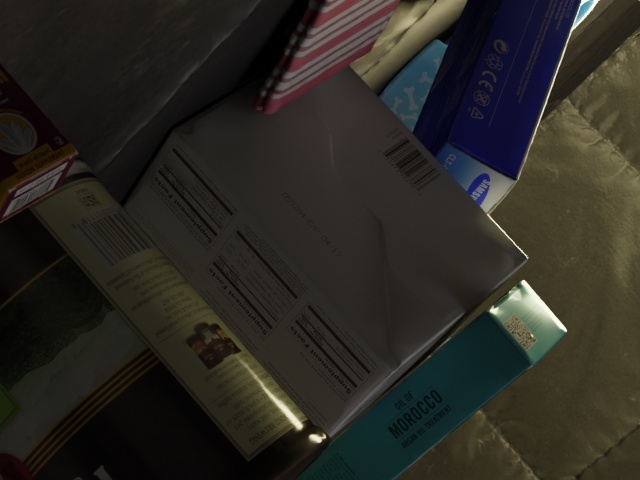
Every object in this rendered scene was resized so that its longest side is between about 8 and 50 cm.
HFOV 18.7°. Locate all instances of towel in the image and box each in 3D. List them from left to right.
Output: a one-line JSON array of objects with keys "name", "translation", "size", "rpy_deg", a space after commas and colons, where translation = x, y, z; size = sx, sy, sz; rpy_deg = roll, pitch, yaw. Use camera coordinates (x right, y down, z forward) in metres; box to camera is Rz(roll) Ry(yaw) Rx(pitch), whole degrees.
[{"name": "towel", "translation": [0.024, -0.193, 1.553], "size": [0.144, 0.029, 0.197], "rpy_deg": [-36, 165, -42]}]

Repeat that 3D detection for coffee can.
[{"name": "coffee can", "translation": [-0.157, 0.108, 1.403], "size": [0.201, 0.275, 0.201], "rpy_deg": [-41, 172, -7]}]

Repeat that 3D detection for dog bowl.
[{"name": "dog bowl", "translation": [0.185, -0.207, 2.125], "size": [0.297, 0.074, 0.166], "rpy_deg": [-40, 172, -7]}]

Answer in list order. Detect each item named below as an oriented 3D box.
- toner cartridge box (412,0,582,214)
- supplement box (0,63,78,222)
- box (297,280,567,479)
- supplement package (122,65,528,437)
[{"name": "toner cartridge box", "translation": [0.160, -0.152, 1.803], "size": [0.165, 0.075, 0.348], "rpy_deg": [-53, -170, 52]}, {"name": "supplement box", "translation": [-0.183, -0.057, 1.069], "size": [0.055, 0.083, 0.043], "rpy_deg": [-36, 170, -40]}, {"name": "box", "translation": [0.093, 0.139, 1.652], "size": [0.244, 0.060, 0.100], "rpy_deg": [-43, 174, 28]}, {"name": "supplement package", "translation": [0.000, 0.000, 1.634], "size": [0.204, 0.262, 0.145], "rpy_deg": [-35, 170, -42]}]
